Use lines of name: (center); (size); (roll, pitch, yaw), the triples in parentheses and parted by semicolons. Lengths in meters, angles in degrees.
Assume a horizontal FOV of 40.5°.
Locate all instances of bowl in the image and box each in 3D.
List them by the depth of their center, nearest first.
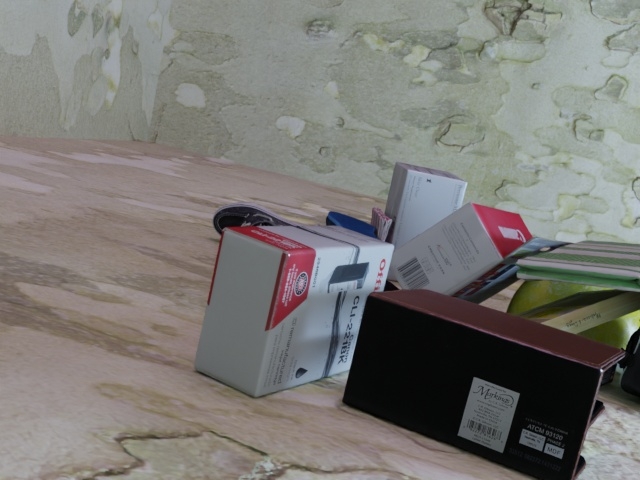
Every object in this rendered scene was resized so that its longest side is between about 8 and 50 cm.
bowl: (0.513, 0.112, 1.720); (0.290, 0.156, 0.289); (1, 11, 0)

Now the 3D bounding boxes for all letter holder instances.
letter holder: (0.220, 0.175, 1.141); (0.302, 0.152, 0.214); (17, 9, 26)

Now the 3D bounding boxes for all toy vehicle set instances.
toy vehicle set: (0.396, 0.137, 1.478); (0.267, 0.035, 0.166); (-16, 0, -21)

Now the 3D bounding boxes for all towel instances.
towel: (0.521, 0.041, 1.543); (0.248, 0.038, 0.325); (5, 9, 36)
towel: (0.138, 0.002, 2.071); (0.029, 0.144, 0.197); (6, 9, -3)

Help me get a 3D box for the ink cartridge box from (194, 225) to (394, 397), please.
ink cartridge box: (-0.028, 0.086, 1.201); (0.114, 0.197, 0.273); (19, 12, 31)

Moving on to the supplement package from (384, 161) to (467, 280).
supplement package: (0.235, -0.040, 2.079); (0.145, 0.261, 0.204); (10, 10, -5)

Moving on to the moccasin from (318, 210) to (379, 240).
moccasin: (0.056, 0.018, 1.954); (0.138, 0.116, 0.342); (16, 13, -6)

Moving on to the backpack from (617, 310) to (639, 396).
backpack: (0.626, 0.168, 1.448); (0.191, 0.225, 0.253); (26, 18, 24)

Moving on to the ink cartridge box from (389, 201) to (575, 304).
ink cartridge box: (0.322, 0.022, 1.704); (0.309, 0.272, 0.130); (5, 54, -61)

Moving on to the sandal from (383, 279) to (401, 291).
sandal: (0.146, 0.123, 1.717); (0.179, 0.040, 0.067); (35, 24, 30)

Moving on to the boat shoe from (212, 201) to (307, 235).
boat shoe: (-0.139, -0.012, 1.960); (0.301, 0.108, 0.102); (21, 16, 29)

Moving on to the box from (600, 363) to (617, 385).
box: (0.410, 0.217, 1.466); (0.114, 0.036, 0.207); (19, 12, 35)
